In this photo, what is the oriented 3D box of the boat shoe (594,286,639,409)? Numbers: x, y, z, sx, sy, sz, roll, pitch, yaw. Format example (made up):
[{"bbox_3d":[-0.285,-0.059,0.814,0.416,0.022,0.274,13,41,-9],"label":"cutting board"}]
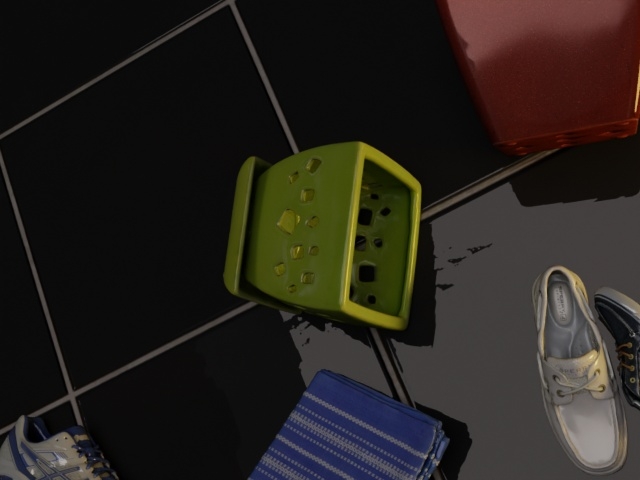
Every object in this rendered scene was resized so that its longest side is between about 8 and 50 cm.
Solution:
[{"bbox_3d":[0.399,0.146,1.156,0.083,0.065,0.183,-40,76,-10],"label":"boat shoe"}]

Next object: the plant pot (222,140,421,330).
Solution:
[{"bbox_3d":[0.000,0.000,1.273,0.207,0.227,0.228,1,78,27],"label":"plant pot"}]

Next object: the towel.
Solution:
[{"bbox_3d":[-0.005,0.344,1.210,0.243,0.040,0.336,20,68,41],"label":"towel"}]

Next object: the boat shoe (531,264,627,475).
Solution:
[{"bbox_3d":[0.326,0.165,1.177,0.098,0.096,0.276,-16,74,12],"label":"boat shoe"}]

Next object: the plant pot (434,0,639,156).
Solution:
[{"bbox_3d":[0.308,-0.246,1.208,0.268,0.267,0.235,-8,87,18],"label":"plant pot"}]

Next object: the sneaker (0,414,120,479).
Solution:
[{"bbox_3d":[-0.370,0.351,1.378,0.297,0.112,0.130,14,82,21],"label":"sneaker"}]
